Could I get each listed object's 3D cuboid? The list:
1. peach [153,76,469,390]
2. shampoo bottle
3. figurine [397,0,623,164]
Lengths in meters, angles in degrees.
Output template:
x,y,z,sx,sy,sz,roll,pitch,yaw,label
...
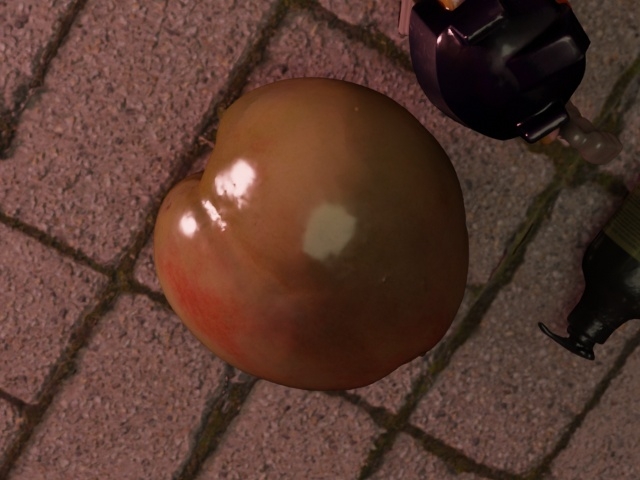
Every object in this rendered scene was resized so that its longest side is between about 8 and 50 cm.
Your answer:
x,y,z,sx,sy,sz,roll,pitch,yaw,label
-0.001,0.001,1.381,0.292,0.247,0.292,0,88,4,peach
0.335,0.002,1.496,0.101,0.101,0.284,33,102,-15,shampoo bottle
0.151,-0.174,1.326,0.308,0.308,0.143,26,108,-14,figurine
